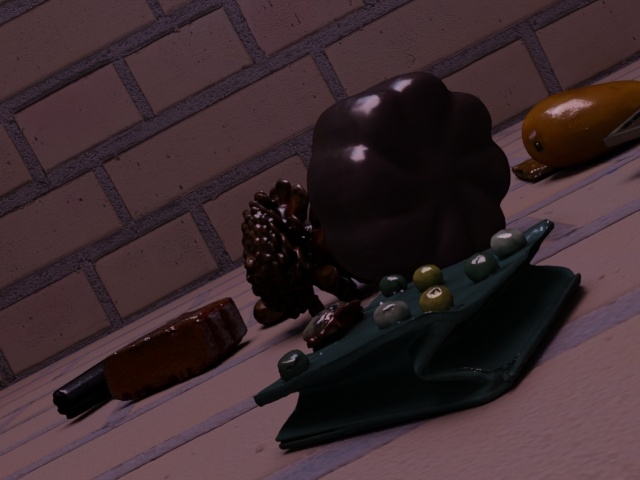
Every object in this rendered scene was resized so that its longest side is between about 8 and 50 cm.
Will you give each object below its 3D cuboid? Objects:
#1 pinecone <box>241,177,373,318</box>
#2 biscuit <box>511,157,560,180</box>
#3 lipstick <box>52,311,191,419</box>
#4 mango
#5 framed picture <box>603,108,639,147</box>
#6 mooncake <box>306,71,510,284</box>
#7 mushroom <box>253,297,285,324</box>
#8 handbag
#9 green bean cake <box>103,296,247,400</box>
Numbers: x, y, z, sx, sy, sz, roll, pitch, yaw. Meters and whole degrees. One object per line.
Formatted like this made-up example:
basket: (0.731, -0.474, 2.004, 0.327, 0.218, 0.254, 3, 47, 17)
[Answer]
pinecone: (0.002, -0.001, 1.402, 0.292, 0.246, 0.246, -21, 1, -34)
biscuit: (0.473, -0.164, 1.729, 0.131, 0.025, 0.231, -26, 5, 8)
lipstick: (-0.391, 0.254, 1.781, 0.077, 0.077, 0.418, -23, 5, 39)
mango: (0.499, -0.219, 1.530, 0.254, 0.139, 0.175, -19, 19, 21)
framed picture: (0.572, -0.231, 1.209, 0.289, 0.016, 0.213, -36, 10, -33)
mooncake: (0.131, -0.084, 1.168, 0.306, 0.306, 0.154, -30, 7, -29)
mushroom: (-0.074, 0.119, 1.601, 0.123, 0.052, 0.123, -34, 8, 5)
handbag: (0.094, 0.080, 0.823, 0.274, 0.100, 0.268, -23, 8, 40)
green bean cake: (-0.260, 0.198, 1.523, 0.232, 0.097, 0.198, -24, 5, 38)
